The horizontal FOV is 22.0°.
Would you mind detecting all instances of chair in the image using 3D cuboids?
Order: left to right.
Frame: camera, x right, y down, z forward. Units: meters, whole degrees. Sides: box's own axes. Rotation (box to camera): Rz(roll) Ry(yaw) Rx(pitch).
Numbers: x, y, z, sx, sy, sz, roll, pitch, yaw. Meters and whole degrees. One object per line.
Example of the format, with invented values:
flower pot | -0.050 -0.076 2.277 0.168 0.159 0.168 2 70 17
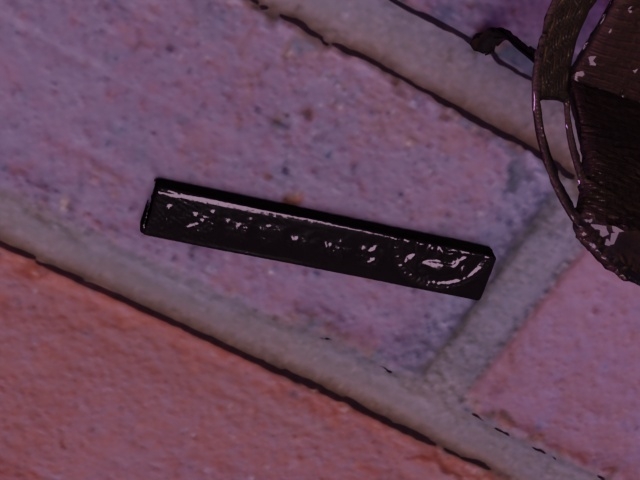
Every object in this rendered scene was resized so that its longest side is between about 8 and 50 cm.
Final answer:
chair | 0.163 -0.081 0.742 0.174 0.213 0.149 19 123 -18

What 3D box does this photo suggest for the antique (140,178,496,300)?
antique | 0.000 0.000 0.884 0.192 0.015 0.031 11 119 -13
